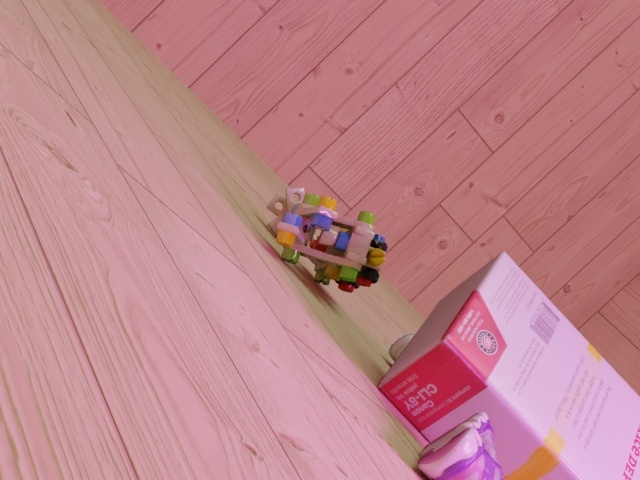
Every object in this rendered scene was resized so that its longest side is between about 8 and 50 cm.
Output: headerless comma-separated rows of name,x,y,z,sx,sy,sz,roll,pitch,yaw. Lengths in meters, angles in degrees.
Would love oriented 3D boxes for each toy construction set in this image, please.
toy construction set,0.000,0.000,1.973,0.215,0.151,0.328,20,2,-12

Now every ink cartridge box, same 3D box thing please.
ink cartridge box,0.310,0.251,1.686,0.384,0.160,0.279,46,36,-1

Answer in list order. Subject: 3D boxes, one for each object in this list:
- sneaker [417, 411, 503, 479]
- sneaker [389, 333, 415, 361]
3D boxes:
sneaker,0.186,0.283,1.412,0.104,0.095,0.236,54,9,7
sneaker,0.212,0.257,2.025,0.229,0.087,0.092,35,17,-36
